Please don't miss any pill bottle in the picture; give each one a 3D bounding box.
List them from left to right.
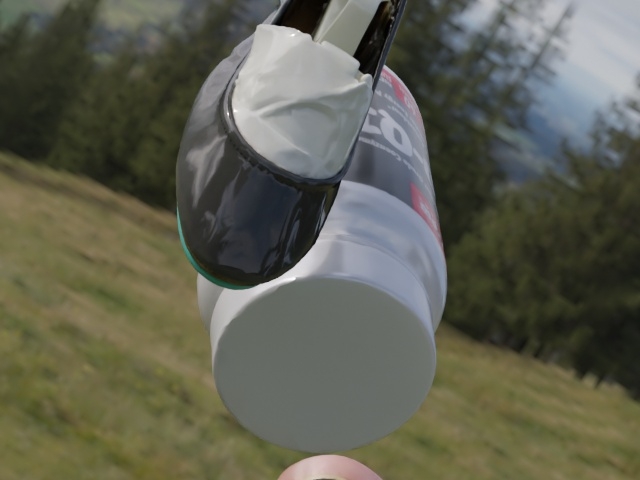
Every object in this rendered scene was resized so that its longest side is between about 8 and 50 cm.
[{"bbox_3d":[0.000,0.000,1.190,0.161,0.161,0.283,29,27,-19],"label":"pill bottle"}]

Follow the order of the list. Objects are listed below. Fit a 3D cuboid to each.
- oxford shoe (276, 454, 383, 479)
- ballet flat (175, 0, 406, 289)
[{"bbox_3d":[0.079,0.372,1.535,0.397,0.140,0.146,50,21,-17],"label":"oxford shoe"},{"bbox_3d":[-0.009,-0.095,1.012,0.095,0.096,0.280,29,44,-9],"label":"ballet flat"}]
